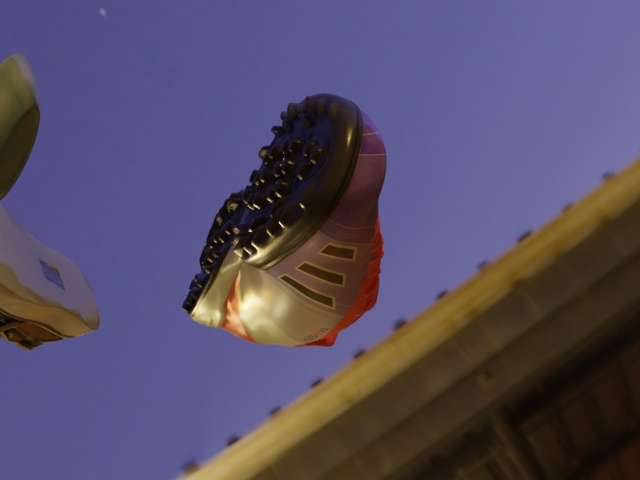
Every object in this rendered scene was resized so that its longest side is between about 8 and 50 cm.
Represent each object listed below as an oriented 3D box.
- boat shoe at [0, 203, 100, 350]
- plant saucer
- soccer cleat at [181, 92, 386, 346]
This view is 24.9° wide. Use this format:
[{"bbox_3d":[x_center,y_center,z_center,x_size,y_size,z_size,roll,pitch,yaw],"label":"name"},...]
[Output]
[{"bbox_3d":[-0.307,0.038,1.336,0.105,0.113,0.306,-25,-16,5],"label":"boat shoe"},{"bbox_3d":[-0.325,-0.094,1.468,0.195,0.037,0.195,24,-90,-88],"label":"plant saucer"},{"bbox_3d":[0.000,0.000,0.918,0.116,0.109,0.318,22,-22,-9],"label":"soccer cleat"}]
